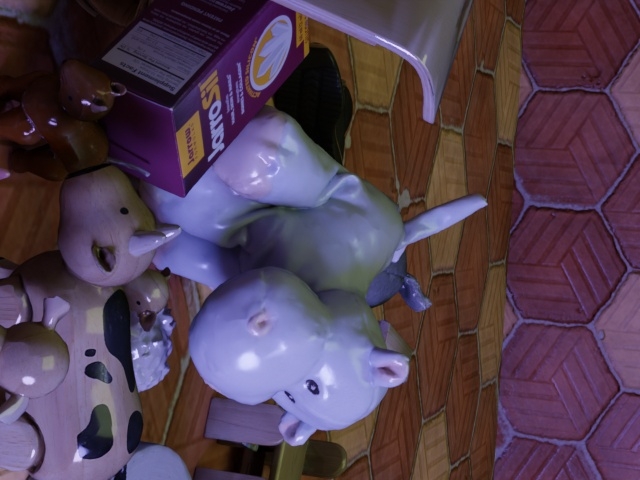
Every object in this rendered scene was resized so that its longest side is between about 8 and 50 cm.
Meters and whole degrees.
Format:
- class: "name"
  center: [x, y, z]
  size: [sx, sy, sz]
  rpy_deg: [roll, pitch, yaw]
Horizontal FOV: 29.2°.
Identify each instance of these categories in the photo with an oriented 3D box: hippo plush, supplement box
- class: "hippo plush"
  center: [-0.031, 0.057, 1.063]
  size: [0.294, 0.234, 0.237]
  rpy_deg: [23, 52, -33]
- class: "supplement box"
  center: [-0.089, -0.140, 0.957]
  size: [0.188, 0.080, 0.104]
  rpy_deg: [-53, 159, -31]

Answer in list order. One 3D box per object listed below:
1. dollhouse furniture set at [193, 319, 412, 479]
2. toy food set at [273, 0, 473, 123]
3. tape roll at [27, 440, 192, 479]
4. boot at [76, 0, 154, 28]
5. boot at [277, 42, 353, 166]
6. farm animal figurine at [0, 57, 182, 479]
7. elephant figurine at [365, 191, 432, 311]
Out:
- class: "dollhouse furniture set"
  center: [-0.008, 0.210, 1.342]
  size: [0.212, 0.160, 0.242]
  rpy_deg: [49, 48, -63]
- class: "toy food set"
  center: [-0.027, -0.228, 0.905]
  size: [0.092, 0.306, 0.220]
  rpy_deg: [116, -4, -53]
- class: "tape roll"
  center: [-0.180, 0.274, 1.020]
  size: [0.219, 0.072, 0.219]
  rpy_deg: [4, 90, -69]
- class: "boot"
  center: [-0.123, -0.231, 1.034]
  size: [0.262, 0.095, 0.203]
  rpy_deg: [72, 30, -43]
- class: "boot"
  center: [0.002, -0.175, 1.438]
  size: [0.198, 0.076, 0.137]
  rpy_deg: [93, 11, -46]
- class: "farm animal figurine"
  center: [-0.185, 0.039, 0.811]
  size: [0.330, 0.172, 0.327]
  rpy_deg: [-56, 145, -53]
- class: "elephant figurine"
  center: [0.000, 0.000, 1.288]
  size: [0.239, 0.186, 0.170]
  rpy_deg: [49, 26, -76]
